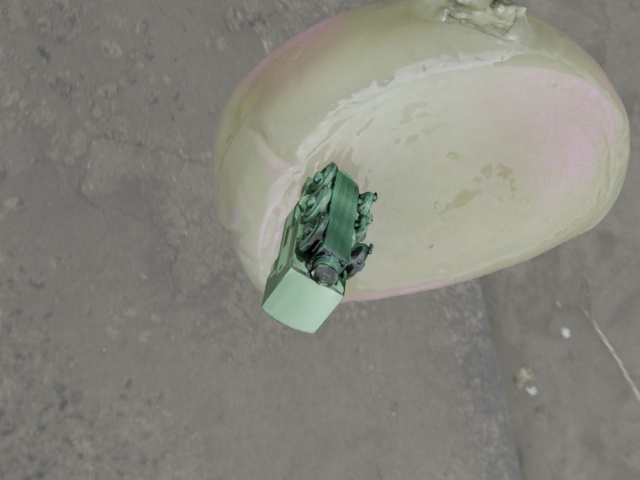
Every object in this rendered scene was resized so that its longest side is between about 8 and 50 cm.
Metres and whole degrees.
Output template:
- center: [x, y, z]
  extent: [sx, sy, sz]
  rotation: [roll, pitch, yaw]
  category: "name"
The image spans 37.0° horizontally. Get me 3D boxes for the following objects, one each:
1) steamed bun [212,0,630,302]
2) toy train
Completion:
- center: [0.049, -0.071, 0.564]
  extent: [0.238, 0.170, 0.153]
  rotation: [-13, 127, -7]
  category: "steamed bun"
- center: [0.000, 0.000, 0.453]
  extent: [0.033, 0.083, 0.053]
  rotation: [30, 122, -14]
  category: "toy train"
